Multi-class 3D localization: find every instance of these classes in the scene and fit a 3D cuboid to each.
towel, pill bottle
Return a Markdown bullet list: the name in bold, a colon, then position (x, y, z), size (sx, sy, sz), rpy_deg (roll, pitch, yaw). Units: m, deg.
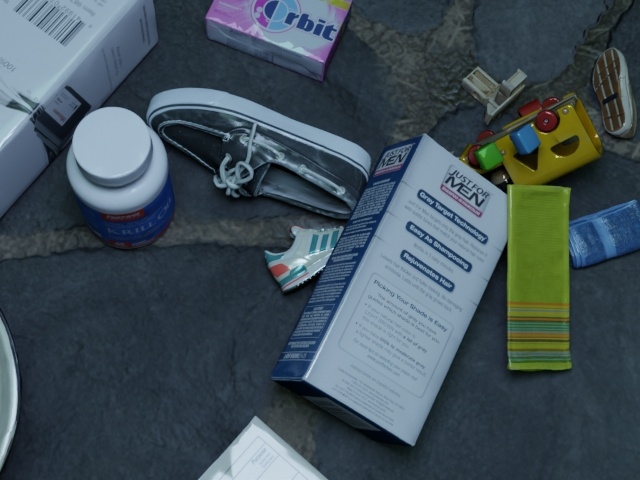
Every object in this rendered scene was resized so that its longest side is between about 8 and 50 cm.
- **towel**: position (0.384, -0.008, 1.519), size (0.119, 0.029, 0.067), rpy_deg (-17, 74, -9)
- **pill bottle**: position (-0.249, -0.078, 1.405), size (0.124, 0.221, 0.124), rpy_deg (1, 72, -2)
- **towel**: position (0.280, 0.048, 1.443), size (0.102, 0.021, 0.237), rpy_deg (1, 88, -32)

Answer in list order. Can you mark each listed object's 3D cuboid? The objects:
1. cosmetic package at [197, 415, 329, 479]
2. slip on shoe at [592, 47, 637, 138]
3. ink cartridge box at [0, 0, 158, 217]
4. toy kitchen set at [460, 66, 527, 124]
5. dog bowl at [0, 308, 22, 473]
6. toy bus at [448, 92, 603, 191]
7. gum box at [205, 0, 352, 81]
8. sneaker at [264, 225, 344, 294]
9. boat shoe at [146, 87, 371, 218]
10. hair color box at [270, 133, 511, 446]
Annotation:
- **cosmetic package**: position (-0.005, 0.349, 1.175), size (0.309, 0.113, 0.160), rpy_deg (41, 74, 11)
- **slip on shoe**: position (0.417, -0.205, 1.582), size (0.041, 0.051, 0.135), rpy_deg (19, 56, -39)
- **ink cartridge box**: position (-0.447, -0.236, 1.476), size (0.285, 0.166, 0.395), rpy_deg (35, 72, 9)
- **toy kitchen set**: position (0.226, -0.207, 1.545), size (0.075, 0.083, 0.068), rpy_deg (44, 72, 12)
- **dog bowl**: position (-0.546, 0.202, 1.336), size (0.408, 0.150, 0.408), rpy_deg (1, 72, -3)
- **toy bus**: position (0.273, -0.110, 1.492), size (0.191, 0.202, 0.104), rpy_deg (-33, 98, -21)
- **gum box**: position (-0.063, -0.310, 1.576), size (0.188, 0.062, 0.107), rpy_deg (21, 72, 4)
- **sneaker**: position (0.000, 0.000, 1.480), size (0.161, 0.057, 0.075), rpy_deg (-34, 82, -10)
- **boat shoe**: position (-0.089, -0.104, 1.481), size (0.306, 0.113, 0.105), rpy_deg (21, 57, -6)
- **hair color box**: position (0.098, 0.061, 1.411), size (0.174, 0.105, 0.347), rpy_deg (34, 71, -20)
